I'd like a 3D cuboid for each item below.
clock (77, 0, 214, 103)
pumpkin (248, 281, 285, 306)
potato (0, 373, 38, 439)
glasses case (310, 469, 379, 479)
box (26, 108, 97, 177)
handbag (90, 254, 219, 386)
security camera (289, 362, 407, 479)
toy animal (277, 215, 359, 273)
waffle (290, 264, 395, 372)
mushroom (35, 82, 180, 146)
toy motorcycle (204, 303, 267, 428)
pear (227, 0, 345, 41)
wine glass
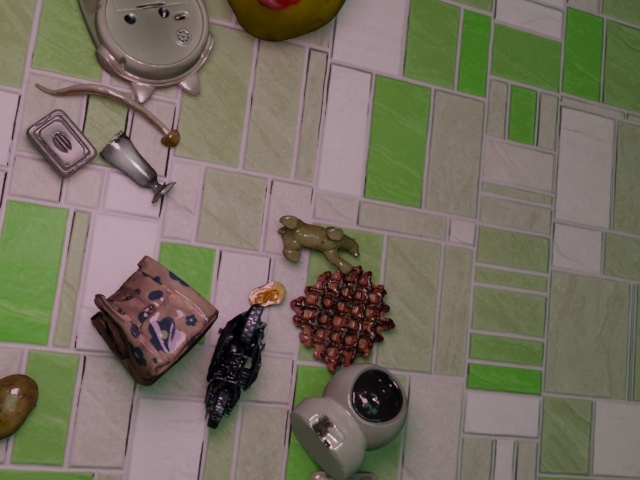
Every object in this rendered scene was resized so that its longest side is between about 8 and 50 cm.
[{"bbox_3d":[-0.354,-0.458,1.501,0.265,0.109,0.324,-16,90,-22],"label":"clock"},{"bbox_3d":[-0.119,0.120,1.569,0.083,0.028,0.050,-14,87,-13],"label":"pumpkin"},{"bbox_3d":[-0.596,0.316,1.345,0.092,0.070,0.138,37,73,-12],"label":"potato"},{"bbox_3d":[0.054,0.545,1.581,0.164,0.041,0.063,9,81,-19],"label":"glasses case"},{"bbox_3d":[-0.522,-0.192,1.434,0.089,0.062,0.122,-42,100,-20],"label":"box"},{"bbox_3d":[-0.329,0.154,1.378,0.193,0.251,0.190,43,65,-2],"label":"handbag"},{"bbox_3d":[0.076,0.375,1.535,0.236,0.194,0.194,-33,96,-25],"label":"security camera"},{"bbox_3d":[0.000,0.000,1.596,0.219,0.101,0.103,13,105,-13],"label":"toy animal"},{"bbox_3d":[0.055,0.171,1.618,0.234,0.055,0.221,-34,97,-16],"label":"waffle"},{"bbox_3d":[-0.433,-0.280,1.480,0.306,0.043,0.068,25,95,-17],"label":"mushroom"},{"bbox_3d":[-0.179,0.252,1.485,0.106,0.159,0.270,22,93,-7],"label":"toy motorcycle"},{"bbox_3d":[-0.060,-0.614,1.521,0.287,0.287,0.375,9,114,-20],"label":"pear"},{"bbox_3d":[-0.380,-0.151,1.481,0.155,0.072,0.072,45,71,-12],"label":"wine glass"}]
